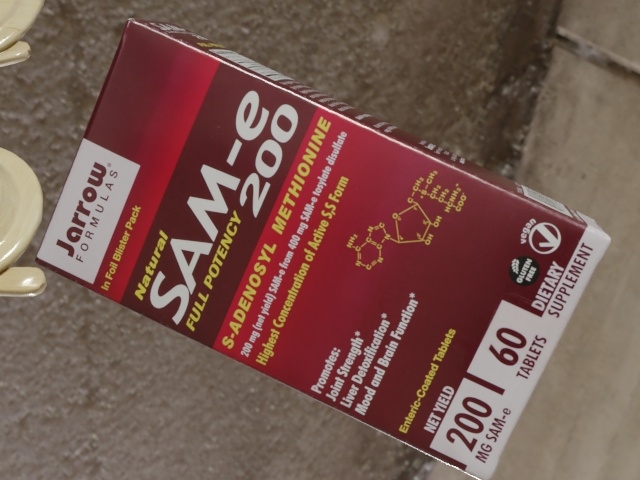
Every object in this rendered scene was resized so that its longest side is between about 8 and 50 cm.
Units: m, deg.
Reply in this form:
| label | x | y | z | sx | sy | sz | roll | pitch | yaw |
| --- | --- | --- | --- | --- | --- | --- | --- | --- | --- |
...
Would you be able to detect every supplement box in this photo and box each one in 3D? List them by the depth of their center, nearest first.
| label | x | y | z | sx | sy | sz | roll | pitch | yaw |
| --- | --- | --- | --- | --- | --- | --- | --- | --- | --- |
| supplement box | 0.000 | 0.000 | 0.511 | 0.073 | 0.239 | 0.130 | -40 | 154 | -78 |

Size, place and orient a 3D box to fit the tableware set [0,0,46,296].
| label | x | y | z | sx | sy | sz | roll | pitch | yaw |
| --- | --- | --- | --- | --- | --- | --- | --- | --- | --- |
| tableware set | -0.154 | -0.035 | 0.323 | 0.141 | 0.169 | 0.020 | -7 | 143 | -2 |
